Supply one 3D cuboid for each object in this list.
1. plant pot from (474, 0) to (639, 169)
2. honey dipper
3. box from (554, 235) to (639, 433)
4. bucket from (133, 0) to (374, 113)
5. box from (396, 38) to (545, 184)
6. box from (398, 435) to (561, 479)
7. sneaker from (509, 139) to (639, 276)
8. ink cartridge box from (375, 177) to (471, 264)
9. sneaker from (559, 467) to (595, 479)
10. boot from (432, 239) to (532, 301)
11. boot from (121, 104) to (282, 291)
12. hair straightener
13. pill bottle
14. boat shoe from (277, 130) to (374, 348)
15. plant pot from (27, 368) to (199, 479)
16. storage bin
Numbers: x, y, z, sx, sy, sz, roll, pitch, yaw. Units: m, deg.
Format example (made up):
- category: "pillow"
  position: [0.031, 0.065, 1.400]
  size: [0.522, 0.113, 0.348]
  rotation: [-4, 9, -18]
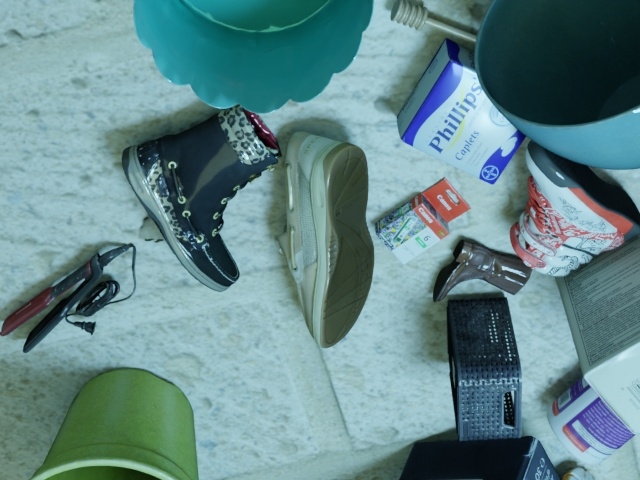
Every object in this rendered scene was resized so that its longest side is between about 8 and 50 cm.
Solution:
- category: "plant pot"
  position: [0.347, -0.191, 1.480]
  size: [0.290, 0.290, 0.195]
  rotation: [-27, 136, 16]
- category: "honey dipper"
  position: [0.162, -0.251, 1.572]
  size: [0.161, 0.030, 0.030]
  rotation: [17, 121, -16]
- category: "box"
  position: [0.408, 0.106, 1.674]
  size: [0.149, 0.232, 0.127]
  rotation: [-34, 117, 20]
- category: "bucket"
  position: [-0.071, -0.302, 1.447]
  size: [0.281, 0.183, 0.281]
  rotation: [0, 123, 0]
- category: "box"
  position: [0.183, -0.157, 1.603]
  size: [0.137, 0.072, 0.126]
  rotation: [24, 119, -14]
- category: "box"
  position: [0.255, 0.523, 1.874]
  size: [0.212, 0.293, 0.395]
  rotation: [-9, 126, 34]
- category: "sneaker"
  position: [0.287, -0.031, 1.624]
  size: [0.145, 0.090, 0.270]
  rotation: [-33, 147, 24]
- category: "ink cartridge box"
  position: [0.135, -0.025, 1.712]
  size: [0.115, 0.029, 0.063]
  rotation: [-34, 116, 20]
- category: "sneaker"
  position: [0.408, 0.424, 1.976]
  size: [0.083, 0.084, 0.215]
  rotation: [-26, 116, 31]
- category: "boot"
  position: [0.220, 0.057, 1.763]
  size: [0.114, 0.037, 0.106]
  rotation: [19, 123, -17]
- category: "boot"
  position: [-0.120, -0.055, 1.662]
  size: [0.179, 0.085, 0.236]
  rotation: [-26, 118, 13]
- category: "hair straightener"
  position: [-0.327, 0.083, 1.780]
  size: [0.230, 0.047, 0.089]
  rotation: [-37, 115, 16]
- category: "pill bottle"
  position: [0.418, 0.215, 1.818]
  size: [0.108, 0.108, 0.193]
  rotation: [35, 117, -20]
- category: "boat shoe"
  position: [0.000, 0.000, 1.697]
  size: [0.098, 0.109, 0.302]
  rotation: [23, 130, 33]
- category: "plant pot"
  position: [-0.274, 0.322, 1.802]
  size: [0.276, 0.254, 0.276]
  rotation: [0, 122, -1]
- category: "storage bin"
  position: [0.216, 0.170, 1.746]
  size: [0.084, 0.180, 0.122]
  rotation: [-3, 122, 3]
